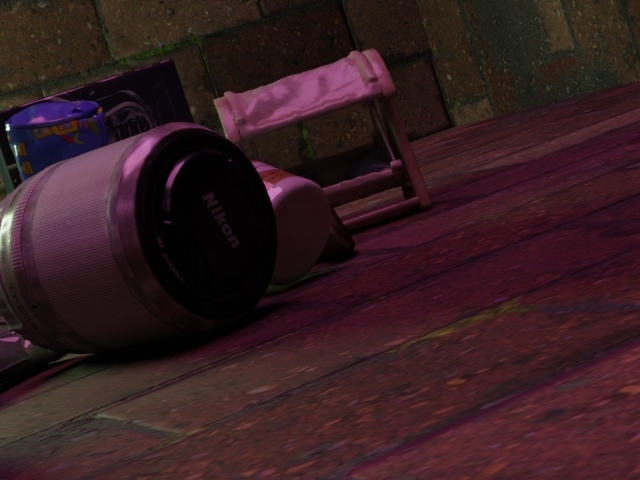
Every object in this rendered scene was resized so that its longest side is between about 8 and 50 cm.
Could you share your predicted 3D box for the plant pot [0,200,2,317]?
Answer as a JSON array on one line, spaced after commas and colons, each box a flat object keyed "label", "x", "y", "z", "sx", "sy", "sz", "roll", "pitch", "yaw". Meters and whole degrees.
[{"label": "plant pot", "x": -0.531, "y": 0.064, "z": 2.094, "sx": 0.228, "sy": 0.207, "sz": 0.227, "roll": -16, "pitch": 5, "yaw": 27}]

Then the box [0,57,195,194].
[{"label": "box", "x": -0.348, "y": -0.086, "z": 2.290, "sx": 0.313, "sy": 0.343, "sz": 0.179, "roll": -20, "pitch": 6, "yaw": -14}]

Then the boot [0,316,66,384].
[{"label": "boot", "x": -0.408, "y": 0.150, "z": 1.578, "sx": 0.190, "sy": 0.076, "sz": 0.208, "roll": -17, "pitch": 12, "yaw": 38}]

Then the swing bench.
[{"label": "swing bench", "x": -0.001, "y": -0.132, "z": 2.050, "sx": 0.253, "sy": 0.254, "sz": 0.165, "roll": -19, "pitch": 5, "yaw": -3}]

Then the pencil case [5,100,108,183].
[{"label": "pencil case", "x": -0.282, "y": -0.024, "z": 1.698, "sx": 0.133, "sy": 0.306, "sz": 0.119, "roll": -10, "pitch": 17, "yaw": 18}]

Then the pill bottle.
[{"label": "pill bottle", "x": -0.111, "y": -0.041, "z": 1.676, "sx": 0.229, "sy": 0.131, "sz": 0.131, "roll": 22, "pitch": 30, "yaw": 36}]

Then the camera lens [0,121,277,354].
[{"label": "camera lens", "x": -0.200, "y": 0.004, "z": 1.488, "sx": 0.274, "sy": 0.219, "sz": 0.219, "roll": -14, "pitch": 7, "yaw": 40}]

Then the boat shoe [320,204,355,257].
[{"label": "boat shoe", "x": 0.000, "y": 0.000, "z": 1.782, "sx": 0.072, "sy": 0.068, "sz": 0.190, "roll": -30, "pitch": -5, "yaw": 0}]
